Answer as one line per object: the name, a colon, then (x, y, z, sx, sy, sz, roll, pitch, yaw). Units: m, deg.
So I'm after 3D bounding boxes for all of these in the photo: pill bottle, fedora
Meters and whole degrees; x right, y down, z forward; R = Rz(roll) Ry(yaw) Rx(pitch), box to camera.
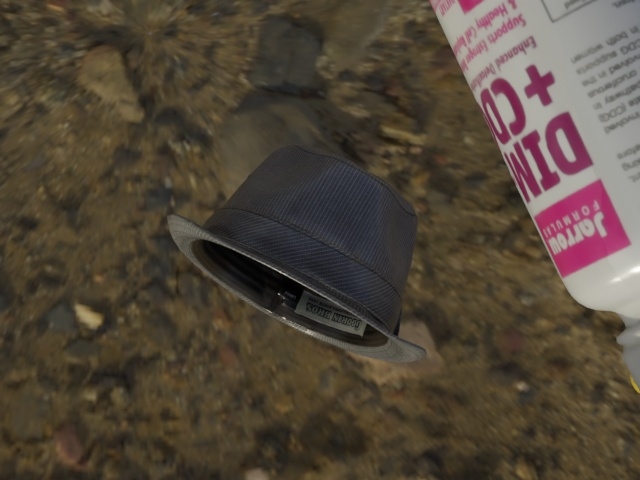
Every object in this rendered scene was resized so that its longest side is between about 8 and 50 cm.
pill bottle: (0.181, -0.060, 0.819, 0.160, 0.160, 0.283, -25, 83, -3)
fedora: (0.000, 0.000, 1.268, 0.244, 0.275, 0.124, 27, 79, 3)

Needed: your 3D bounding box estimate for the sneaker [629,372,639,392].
sneaker: (0.418, 0.135, 1.543, 0.225, 0.093, 0.088, 13, 64, -21)
